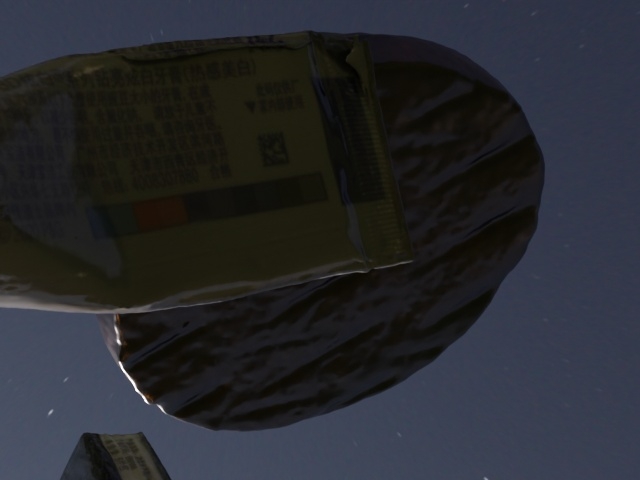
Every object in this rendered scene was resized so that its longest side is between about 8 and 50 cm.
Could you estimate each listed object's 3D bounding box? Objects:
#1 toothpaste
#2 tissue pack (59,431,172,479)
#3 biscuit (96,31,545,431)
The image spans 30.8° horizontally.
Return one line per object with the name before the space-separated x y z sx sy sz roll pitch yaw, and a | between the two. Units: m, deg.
toothpaste | -0.079 -0.025 0.454 0.282 0.068 0.099 -11 -64 -38
tissue pack | -0.096 0.190 0.589 0.051 0.156 0.112 6 -57 -37
biscuit | 0.000 0.000 1.001 0.407 0.407 0.091 -30 -130 -4
